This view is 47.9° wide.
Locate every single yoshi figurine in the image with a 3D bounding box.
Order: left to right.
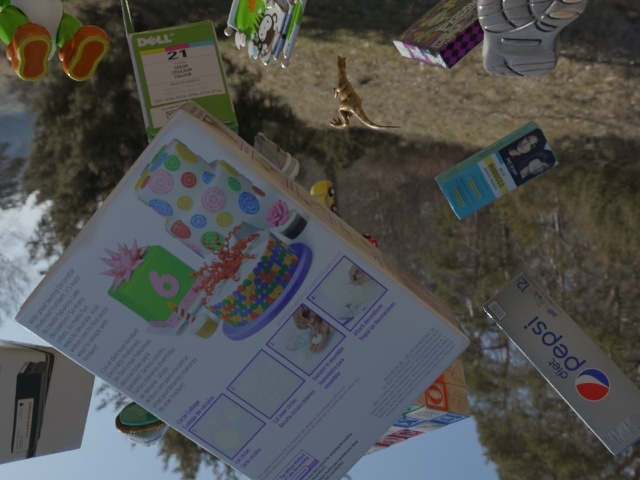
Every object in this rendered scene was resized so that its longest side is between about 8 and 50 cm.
[{"bbox_3d":[-0.513,-0.460,1.283,0.203,0.362,0.203,-33,153,-3],"label":"yoshi figurine"}]

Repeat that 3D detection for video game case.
[{"bbox_3d":[0.251,-0.382,1.196,0.232,0.042,0.210,-40,-156,3],"label":"video game case"}]

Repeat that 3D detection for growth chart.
[{"bbox_3d":[-0.104,-0.413,1.329,0.021,0.172,0.237,-7,-146,-37],"label":"growth chart"}]

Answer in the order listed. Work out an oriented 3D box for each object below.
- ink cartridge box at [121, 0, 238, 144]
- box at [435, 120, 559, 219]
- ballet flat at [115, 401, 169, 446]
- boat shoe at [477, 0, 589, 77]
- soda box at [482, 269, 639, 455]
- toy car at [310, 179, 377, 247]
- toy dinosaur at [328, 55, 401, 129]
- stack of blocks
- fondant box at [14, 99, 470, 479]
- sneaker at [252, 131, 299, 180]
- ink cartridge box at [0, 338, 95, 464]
[{"bbox_3d":[-0.170,-0.205,0.856,0.097,0.255,0.189,-12,166,-9],"label":"ink cartridge box"},{"bbox_3d":[0.384,-0.152,1.578,0.244,0.100,0.060,-31,-161,9],"label":"box"},{"bbox_3d":[-0.227,0.242,0.984,0.073,0.067,0.206,11,-172,4],"label":"ballet flat"},{"bbox_3d":[0.246,-0.303,0.854,0.123,0.116,0.324,6,171,6],"label":"boat shoe"},{"bbox_3d":[0.379,0.183,1.095,0.091,0.286,0.098,-43,155,8],"label":"soda box"},{"bbox_3d":[0.000,0.000,1.762,0.225,0.239,0.053,-47,159,29],"label":"toy car"},{"bbox_3d":[0.063,-0.260,1.395,0.064,0.211,0.112,-19,158,-25],"label":"toy dinosaur"},{"bbox_3d":[0.048,0.245,1.056,0.171,0.087,0.297,18,144,-32],"label":"stack of blocks"},{"bbox_3d":[-0.066,0.067,0.670,0.238,0.330,0.096,-49,-165,11],"label":"fondant box"},{"bbox_3d":[-0.179,-0.098,1.338,0.281,0.115,0.105,-36,-154,11],"label":"sneaker"},{"bbox_3d":[-0.548,0.217,1.042,0.286,0.166,0.395,8,170,10],"label":"ink cartridge box"}]
